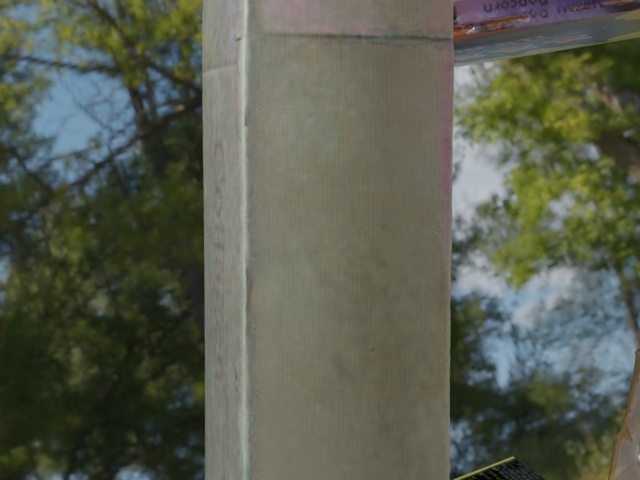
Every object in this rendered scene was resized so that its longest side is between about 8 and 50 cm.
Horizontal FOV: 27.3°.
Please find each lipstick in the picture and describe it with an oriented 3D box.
[{"bbox_3d":[0.000,0.000,0.411,0.068,0.317,0.066,-2,5,-15],"label":"lipstick"}]

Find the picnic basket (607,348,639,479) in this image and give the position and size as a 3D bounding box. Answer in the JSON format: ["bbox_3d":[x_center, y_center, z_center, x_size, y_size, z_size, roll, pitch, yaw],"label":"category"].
[{"bbox_3d":[0.304,0.221,0.748,0.321,0.291,0.254,12,-17,25],"label":"picnic basket"}]

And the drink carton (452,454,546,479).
[{"bbox_3d":[0.061,0.169,0.679,0.166,0.056,0.071,-9,-55,-48],"label":"drink carton"}]

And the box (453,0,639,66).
[{"bbox_3d":[0.127,-0.316,0.990,0.319,0.348,0.257,-4,3,30],"label":"box"}]
